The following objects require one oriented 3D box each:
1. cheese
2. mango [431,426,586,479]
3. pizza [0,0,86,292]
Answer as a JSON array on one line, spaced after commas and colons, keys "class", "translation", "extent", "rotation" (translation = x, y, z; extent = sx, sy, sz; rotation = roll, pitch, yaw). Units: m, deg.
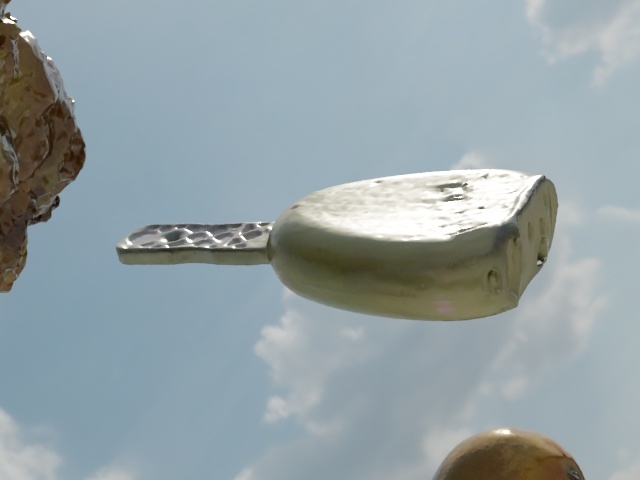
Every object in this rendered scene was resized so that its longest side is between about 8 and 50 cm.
[{"class": "cheese", "translation": [0.000, 0.000, 0.577], "extent": [0.097, 0.192, 0.037], "rotation": [-46, -50, -56]}, {"class": "mango", "translation": [0.152, 0.265, 1.174], "extent": [0.120, 0.151, 0.221], "rotation": [-8, -62, -54]}, {"class": "pizza", "translation": [-0.118, -0.042, 0.460], "extent": [0.194, 0.069, 0.154], "rotation": [106, -174, -62]}]
